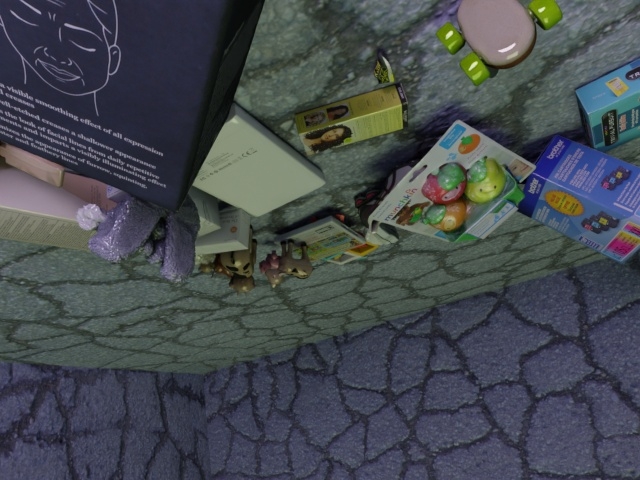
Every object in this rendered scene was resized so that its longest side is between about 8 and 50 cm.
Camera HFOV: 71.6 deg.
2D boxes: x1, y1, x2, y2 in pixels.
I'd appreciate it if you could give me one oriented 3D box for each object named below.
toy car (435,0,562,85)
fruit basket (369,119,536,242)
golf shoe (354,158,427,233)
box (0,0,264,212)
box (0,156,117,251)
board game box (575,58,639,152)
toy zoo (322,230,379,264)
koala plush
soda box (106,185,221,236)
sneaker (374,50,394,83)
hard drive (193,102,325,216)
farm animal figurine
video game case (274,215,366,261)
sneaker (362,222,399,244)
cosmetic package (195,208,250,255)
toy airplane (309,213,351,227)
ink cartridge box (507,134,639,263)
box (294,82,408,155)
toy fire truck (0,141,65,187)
[{"bbox_3d":[0.322,-0.348,0.782,0.155,0.148,0.189,-37,159,26],"label":"toy car"},{"bbox_3d":[0.352,-0.120,1.153,0.353,0.165,0.327,10,133,-41],"label":"fruit basket"},{"bbox_3d":[0.215,-0.122,1.247,0.105,0.120,0.273,9,147,-36],"label":"golf shoe"},{"bbox_3d":[-0.233,-0.259,0.491,0.294,0.211,0.395,24,146,-13],"label":"box"},{"bbox_3d":[-0.617,-0.077,0.945,0.148,0.121,0.311,-29,151,34],"label":"box"},{"bbox_3d":[0.809,-0.355,1.052,0.336,0.079,0.254,-24,154,27],"label":"board game box"},{"bbox_3d":[0.083,0.026,1.622,0.193,0.030,0.293,-28,151,33],"label":"toy zoo"},{"bbox_3d":[-0.379,-0.024,0.917,0.222,0.203,0.196,-7,154,39],"label":"koala plush"},{"bbox_3d":[-0.358,-0.100,1.048,0.091,0.097,0.286,-20,155,17],"label":"soda box"},{"bbox_3d":[0.118,-0.326,0.848,0.035,0.031,0.083,-18,156,15],"label":"sneaker"},{"bbox_3d":[-0.174,-0.168,1.046,0.233,0.047,0.353,-23,154,24],"label":"hard drive"},{"bbox_3d":[-0.212,0.079,1.357,0.331,0.172,0.326,-10,154,16],"label":"farm animal figurine"},{"bbox_3d":[0.000,0.000,1.447,0.227,0.026,0.206,-20,149,30],"label":"video game case"},{"bbox_3d":[0.185,-0.029,1.469,0.091,0.094,0.258,-25,154,18],"label":"sneaker"},{"bbox_3d":[-0.312,-0.017,1.202,0.239,0.098,0.060,-8,159,17],"label":"cosmetic package"},{"bbox_3d":[0.024,-0.047,1.419,0.152,0.028,0.151,-5,150,-3],"label":"toy airplane"},{"bbox_3d":[0.735,-0.127,1.263,0.151,0.396,0.270,-51,154,-7],"label":"ink cartridge box"},{"bbox_3d":[0.068,-0.256,0.949,0.233,0.058,0.087,-16,156,7],"label":"box"},{"bbox_3d":[-0.569,-0.181,0.730,0.247,0.158,0.217,-7,158,-41],"label":"toy fire truck"}]
